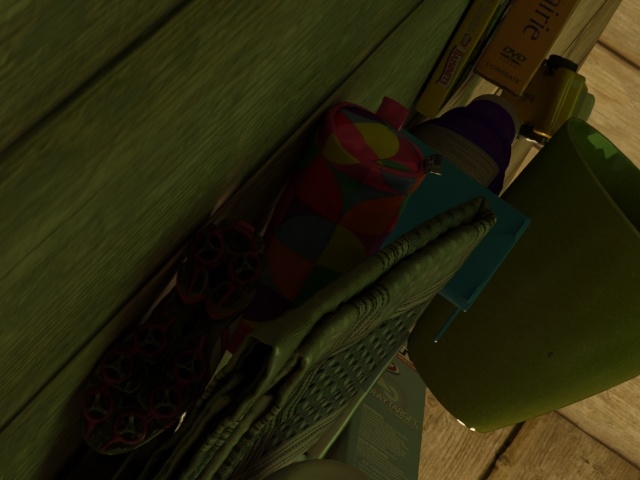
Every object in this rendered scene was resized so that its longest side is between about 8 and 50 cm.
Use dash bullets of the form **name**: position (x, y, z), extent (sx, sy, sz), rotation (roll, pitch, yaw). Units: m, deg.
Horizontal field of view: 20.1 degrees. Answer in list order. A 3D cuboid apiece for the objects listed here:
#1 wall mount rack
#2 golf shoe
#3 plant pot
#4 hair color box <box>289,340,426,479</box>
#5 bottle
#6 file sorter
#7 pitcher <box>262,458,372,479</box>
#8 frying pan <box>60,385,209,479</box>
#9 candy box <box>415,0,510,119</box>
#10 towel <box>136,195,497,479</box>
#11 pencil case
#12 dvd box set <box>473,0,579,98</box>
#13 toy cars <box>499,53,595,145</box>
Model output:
- **wall mount rack**: position (-0.001, 0.135, 1.988), extent (0.350, 0.130, 0.304), rotation (-55, 177, -6)
- **golf shoe**: position (-0.097, 0.075, 1.249), extent (0.186, 0.067, 0.086), rotation (-53, 172, -17)
- **plant pot**: position (0.246, 0.068, 1.932), extent (0.293, 0.275, 0.275), rotation (-42, 177, 18)
- **hair color box**: position (0.022, 0.273, 2.166), extent (0.185, 0.113, 0.374), rotation (-43, -159, 30)
- **bottle**: position (0.136, -0.073, 1.937), extent (0.283, 0.118, 0.092), rotation (-48, 167, -52)
- **file sorter**: position (0.081, -0.006, 1.665), extent (0.118, 0.170, 0.104), rotation (-51, 174, -32)
- **pitcher**: position (-0.040, 0.259, 1.390), extent (0.177, 0.125, 0.207), rotation (-6, 146, -22)
- **frying pan**: position (-0.134, 0.152, 1.423), extent (0.326, 0.053, 0.197), rotation (-53, 174, -31)
- **candy box**: position (0.163, -0.222, 1.804), extent (0.105, 0.027, 0.206), rotation (-53, 174, -51)
- **towel**: position (-0.021, 0.120, 1.339), extent (0.324, 0.056, 0.312), rotation (-30, 163, -51)
- **pencil case**: position (0.000, 0.000, 1.452), extent (0.236, 0.104, 0.104), rotation (-58, 173, 27)
- **dvd box set**: position (0.308, -0.363, 1.876), extent (0.420, 0.062, 0.307), rotation (-59, 177, 20)
- **toy cars**: position (0.228, -0.101, 2.176), extent (0.394, 0.087, 0.176), rotation (-51, -158, 49)
